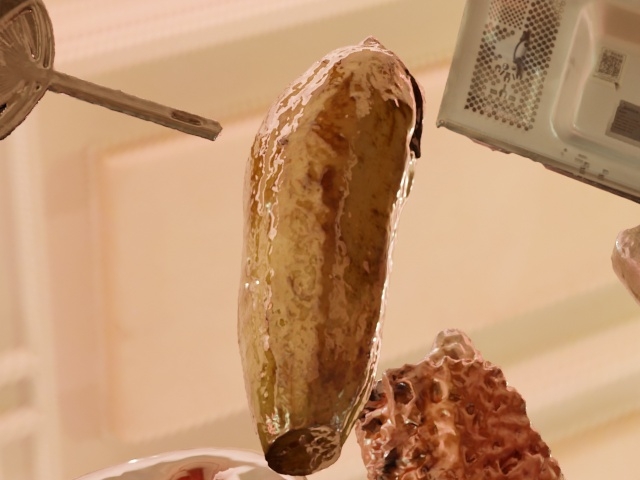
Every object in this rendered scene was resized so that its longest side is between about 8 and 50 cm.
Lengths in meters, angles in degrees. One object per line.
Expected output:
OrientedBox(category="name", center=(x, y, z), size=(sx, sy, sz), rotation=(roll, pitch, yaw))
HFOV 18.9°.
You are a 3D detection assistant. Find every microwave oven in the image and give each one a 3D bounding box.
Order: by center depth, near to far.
OrientedBox(category="microwave oven", center=(0.188, -0.089, 1.008), size=(0.162, 0.208, 0.122), rotation=(-35, -38, -57))

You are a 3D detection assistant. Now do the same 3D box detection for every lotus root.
OrientedBox(category="lotus root", center=(0.000, 0.000, 1.066), size=(0.110, 0.097, 0.258), rotation=(92, -173, -64))

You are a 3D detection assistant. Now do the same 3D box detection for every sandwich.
OrientedBox(category="sandwich", center=(0.118, 0.209, 1.324), size=(0.162, 0.250, 0.301), rotation=(-10, -86, 3))

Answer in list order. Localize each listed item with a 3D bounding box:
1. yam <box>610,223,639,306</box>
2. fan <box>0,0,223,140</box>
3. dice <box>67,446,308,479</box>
OrientedBox(category="yam", center=(0.255, 0.077, 1.147), size=(0.061, 0.253, 0.061), rotation=(-14, -46, -16))
OrientedBox(category="fan", center=(-0.229, -0.135, 1.191), size=(0.294, 0.223, 0.012), rotation=(-8, -33, -23))
OrientedBox(category="dice", center=(-0.074, 0.236, 1.057), size=(0.192, 0.193, 0.194), rotation=(-14, -67, -7))
